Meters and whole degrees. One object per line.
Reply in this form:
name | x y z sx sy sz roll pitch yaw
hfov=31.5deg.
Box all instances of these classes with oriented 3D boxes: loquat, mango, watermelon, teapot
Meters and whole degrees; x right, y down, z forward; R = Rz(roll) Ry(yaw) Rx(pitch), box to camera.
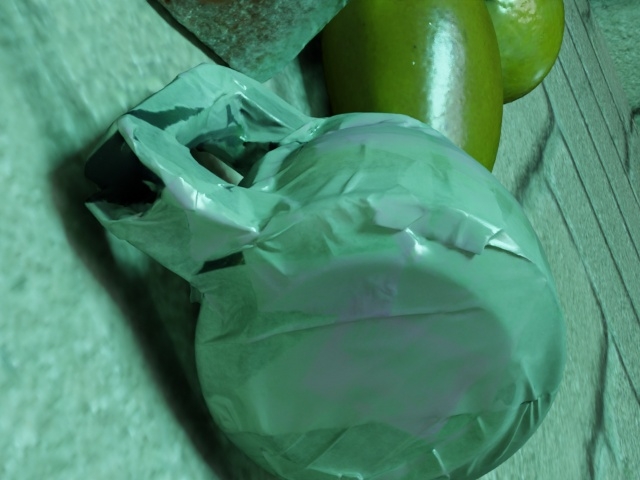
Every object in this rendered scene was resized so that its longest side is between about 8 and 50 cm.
loquat | 0.134 -0.195 1.000 0.172 0.149 0.204 59 39 -27
mango | 0.068 -0.104 0.808 0.151 0.120 0.221 19 61 -58
watermelon | -0.062 -0.155 0.654 0.158 0.121 0.098 -10 58 -24
teapot | -0.001 0.013 0.557 0.178 0.221 0.163 -86 -172 -63
